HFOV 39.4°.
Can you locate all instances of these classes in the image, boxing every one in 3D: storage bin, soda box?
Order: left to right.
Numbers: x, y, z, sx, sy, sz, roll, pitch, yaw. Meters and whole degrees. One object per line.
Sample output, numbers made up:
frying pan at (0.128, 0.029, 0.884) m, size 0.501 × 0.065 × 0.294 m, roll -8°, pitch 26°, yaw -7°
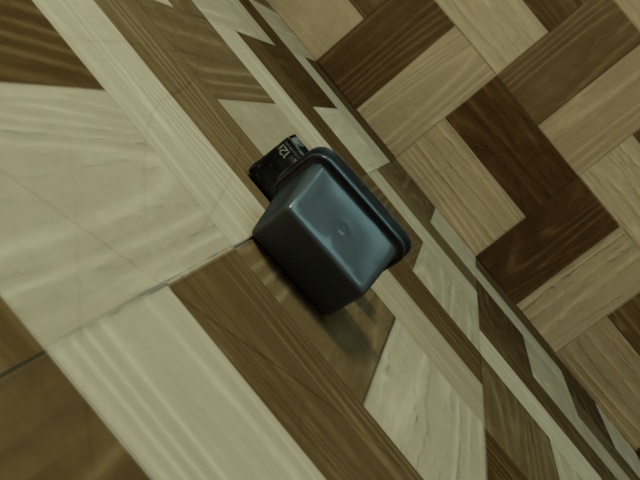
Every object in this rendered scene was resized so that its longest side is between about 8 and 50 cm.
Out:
storage bin at (0.000, 0.000, 0.821) m, size 0.135 × 0.098 × 0.091 m, roll 49°, pitch 40°, yaw -10°
soda box at (0.001, -0.030, 0.953) m, size 0.169 × 0.060 × 0.053 m, roll 51°, pitch 13°, yaw -3°
